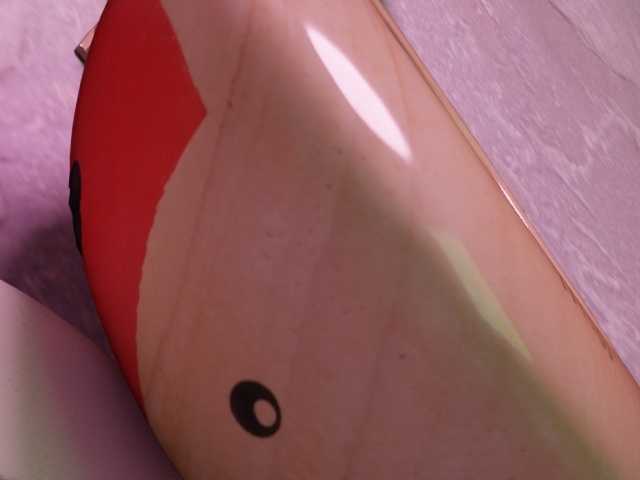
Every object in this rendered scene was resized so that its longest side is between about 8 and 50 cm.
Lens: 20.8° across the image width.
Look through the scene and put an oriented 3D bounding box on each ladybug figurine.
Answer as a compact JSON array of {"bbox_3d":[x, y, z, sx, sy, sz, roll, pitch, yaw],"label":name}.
[{"bbox_3d":[0.000,0.000,0.770,0.305,0.162,0.449,52,7,-22],"label":"ladybug figurine"}]

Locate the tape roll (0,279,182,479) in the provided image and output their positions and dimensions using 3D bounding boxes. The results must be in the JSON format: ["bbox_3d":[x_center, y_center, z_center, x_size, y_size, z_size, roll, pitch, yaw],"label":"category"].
[{"bbox_3d":[-0.104,0.180,0.552,0.392,0.072,0.392,46,25,-29],"label":"tape roll"}]

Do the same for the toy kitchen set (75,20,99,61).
[{"bbox_3d":[-0.080,-0.105,0.991,0.083,0.068,0.075,53,22,-16],"label":"toy kitchen set"}]
